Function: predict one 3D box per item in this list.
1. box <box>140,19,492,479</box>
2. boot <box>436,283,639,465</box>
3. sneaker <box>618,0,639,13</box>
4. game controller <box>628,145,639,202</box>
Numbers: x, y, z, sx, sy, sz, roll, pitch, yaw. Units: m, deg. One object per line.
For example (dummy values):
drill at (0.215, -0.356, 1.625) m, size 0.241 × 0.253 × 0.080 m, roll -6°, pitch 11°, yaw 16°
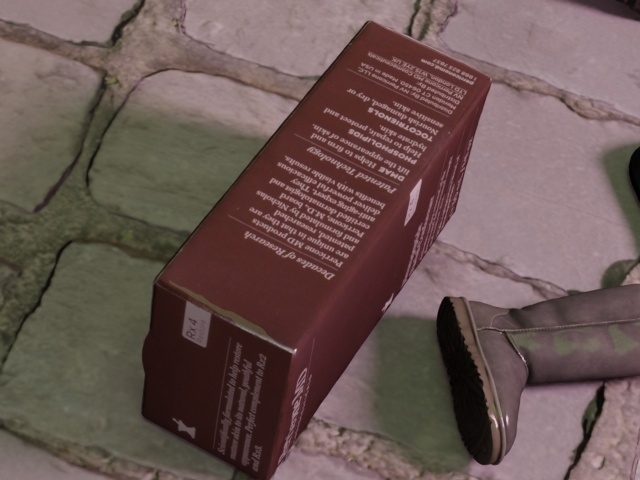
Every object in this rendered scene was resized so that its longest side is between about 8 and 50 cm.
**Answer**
box at (0.000, 0.000, 1.529) m, size 0.143 × 0.191 × 0.381 m, roll 28°, pitch 51°, yaw 13°
boot at (0.221, 0.115, 1.559) m, size 0.209 × 0.076 × 0.189 m, roll 4°, pitch 51°, yaw -16°
sneaker at (0.454, -0.372, 1.972) m, size 0.448 × 0.169 × 0.257 m, roll 7°, pitch 40°, yaw -14°
game controller at (0.417, 0.010, 1.691) m, size 0.166 × 0.067 × 0.319 m, roll -14°, pitch 52°, yaw -3°
